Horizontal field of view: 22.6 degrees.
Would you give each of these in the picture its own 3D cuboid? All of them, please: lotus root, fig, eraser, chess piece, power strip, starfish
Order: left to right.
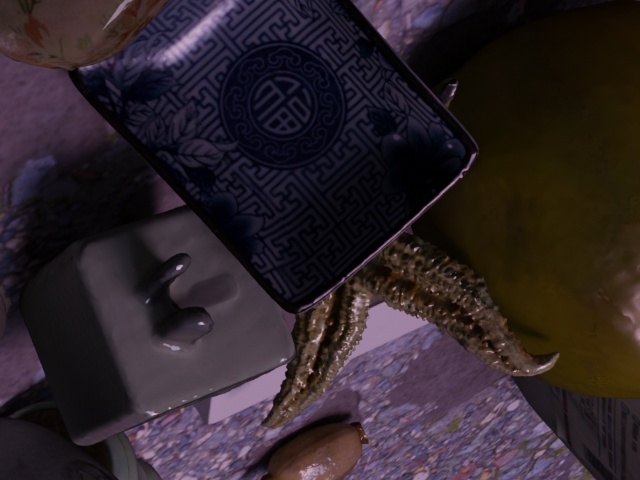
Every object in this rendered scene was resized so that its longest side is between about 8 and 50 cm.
[{"bbox_3d":[-0.199,0.227,1.461,0.139,0.139,0.271,-40,162,3],"label":"chess piece"},{"bbox_3d":[-0.114,0.055,1.180,0.140,0.139,0.224,-18,174,-29],"label":"power strip"},{"bbox_3d":[-0.010,0.243,1.735,0.150,0.062,0.073,-28,149,-21],"label":"lotus root"},{"bbox_3d":[-0.001,-0.002,1.287,0.078,0.357,0.347,-61,140,-48],"label":"starfish"},{"bbox_3d":[0.006,0.067,1.494,0.298,0.076,0.078,-23,148,-27],"label":"eraser"},{"bbox_3d":[0.245,-0.028,1.359,0.343,0.343,0.343,-28,149,-19],"label":"fig"}]

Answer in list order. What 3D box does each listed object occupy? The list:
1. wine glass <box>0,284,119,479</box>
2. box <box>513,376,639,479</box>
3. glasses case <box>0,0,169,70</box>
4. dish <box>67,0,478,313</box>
[{"bbox_3d":[-0.227,0.193,1.124,0.190,0.357,0.190,-27,146,-20],"label":"wine glass"},{"bbox_3d":[0.352,0.197,1.739,0.111,0.396,0.396,-36,151,-8],"label":"box"},{"bbox_3d":[-0.058,-0.274,0.857,0.425,0.156,0.098,-46,173,13],"label":"glasses case"},{"bbox_3d":[-0.031,-0.094,1.130,0.182,0.243,0.080,-41,-171,8],"label":"dish"}]
